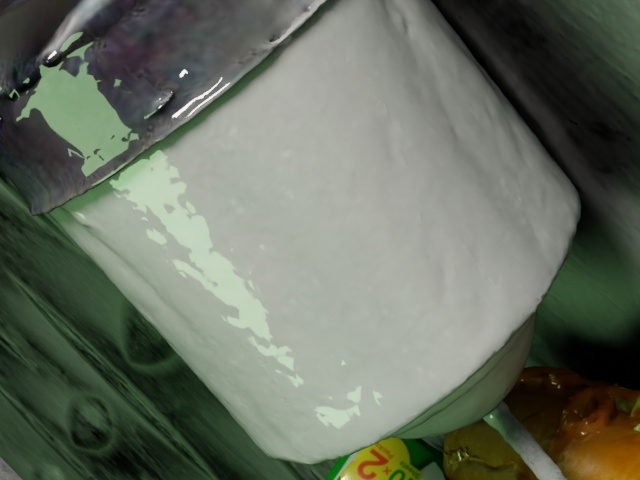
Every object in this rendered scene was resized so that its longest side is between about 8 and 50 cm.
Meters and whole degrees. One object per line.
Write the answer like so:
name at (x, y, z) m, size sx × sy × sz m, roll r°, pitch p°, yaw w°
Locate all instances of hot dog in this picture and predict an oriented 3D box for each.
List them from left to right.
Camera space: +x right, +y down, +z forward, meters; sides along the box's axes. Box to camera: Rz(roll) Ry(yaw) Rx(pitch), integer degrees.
hot dog at (0.201, 0.136, 0.884) m, size 0.158 × 0.117 × 0.349 m, roll 24°, pitch 175°, yaw -25°

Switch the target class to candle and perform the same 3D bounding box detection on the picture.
candle at (-0.007, -0.024, 0.839) m, size 0.342 × 0.221 × 0.221 m, roll 51°, pitch 157°, yaw -16°

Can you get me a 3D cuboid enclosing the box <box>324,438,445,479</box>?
box at (0.102, 0.218, 1.132) m, size 0.180 × 0.103 × 0.250 m, roll 36°, pitch 178°, yaw 24°
